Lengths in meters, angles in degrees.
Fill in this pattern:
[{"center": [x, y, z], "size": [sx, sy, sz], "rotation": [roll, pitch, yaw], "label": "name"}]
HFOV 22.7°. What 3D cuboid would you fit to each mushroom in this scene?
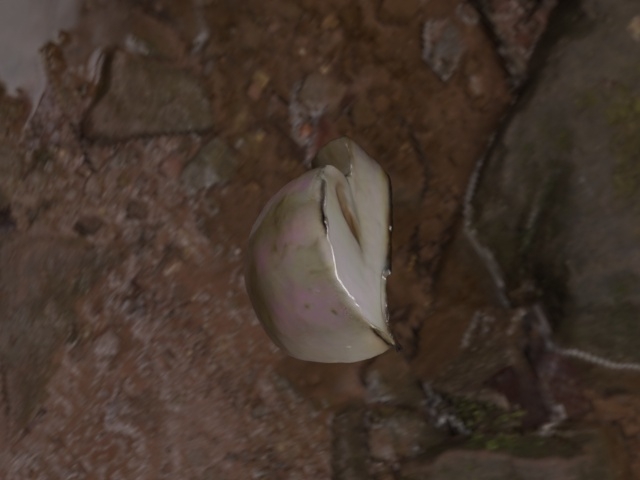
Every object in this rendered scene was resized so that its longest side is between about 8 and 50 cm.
[{"center": [-0.027, 0.005, 1.705], "size": [0.162, 0.173, 0.236], "rotation": [45, 36, -48], "label": "mushroom"}]
